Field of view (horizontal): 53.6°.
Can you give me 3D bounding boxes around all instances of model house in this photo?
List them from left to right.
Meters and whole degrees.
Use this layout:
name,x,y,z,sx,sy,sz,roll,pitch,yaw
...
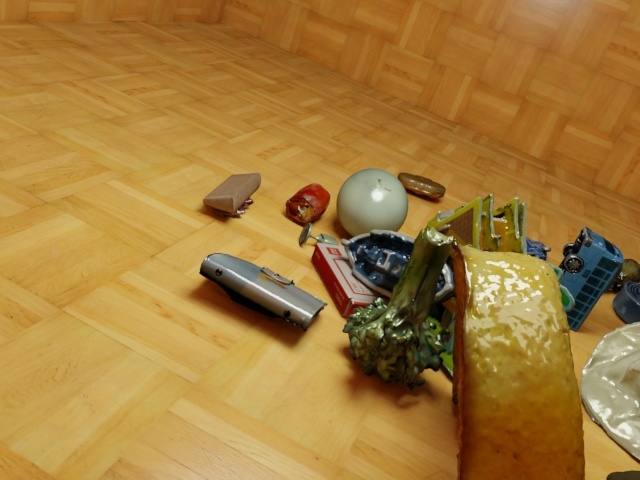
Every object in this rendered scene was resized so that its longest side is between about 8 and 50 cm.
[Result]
name,x,y,z,sx,sy,sz,roll,pitch,yaw
model house,0.327,0.072,1.291,0.242,0.313,0.357,4,31,-29

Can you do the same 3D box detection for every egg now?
name,x,y,z,sx,sy,sz,roll,pitch,yaw
egg,0.132,-0.095,1.624,0.183,0.183,0.264,20,19,-3

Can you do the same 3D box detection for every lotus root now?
name,x,y,z,sx,sy,sz,roll,pitch,yaw
lotus root,0.962,0.105,1.991,0.179,0.080,0.089,-12,46,-46

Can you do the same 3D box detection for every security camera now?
name,x,y,z,sx,sy,sz,roll,pitch,yaw
security camera,0.000,0.000,1.500,0.092,0.058,0.058,25,22,-20

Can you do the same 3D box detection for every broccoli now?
name,x,y,z,sx,sy,sz,roll,pitch,yaw
broccoli,0.128,0.117,1.089,0.198,0.275,0.177,-19,40,-34

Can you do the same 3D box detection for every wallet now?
name,x,y,z,sx,sy,sz,roll,pitch,yaw
wallet,-0.106,0.095,1.189,0.231,0.069,0.170,28,8,7

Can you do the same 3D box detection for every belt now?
name,x,y,z,sx,sy,sz,roll,pitch,yaw
belt,0.908,0.184,1.785,0.141,0.082,0.190,34,28,14

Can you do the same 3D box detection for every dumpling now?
name,x,y,z,sx,sy,sz,roll,pitch,yaw
dumpling,0.687,0.322,1.259,0.315,0.233,0.395,-11,41,5

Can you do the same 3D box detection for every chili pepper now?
name,x,y,z,sx,sy,sz,roll,pitch,yaw
chili pepper,-0.019,-0.103,1.646,0.086,0.084,0.192,56,30,-3

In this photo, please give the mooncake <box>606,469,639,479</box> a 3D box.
name,x,y,z,sx,sy,sz,roll,pitch,yaw
mooncake,0.491,0.441,0.893,0.228,0.124,0.228,14,21,-6

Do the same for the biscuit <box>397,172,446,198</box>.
name,x,y,z,sx,sy,sz,roll,pitch,yaw
biscuit,0.335,-0.180,2.122,0.170,0.050,0.170,17,17,-5

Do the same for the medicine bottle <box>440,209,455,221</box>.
name,x,y,z,sx,sy,sz,roll,pitch,yaw
medicine bottle,0.346,-0.015,1.723,0.105,0.105,0.168,27,25,12

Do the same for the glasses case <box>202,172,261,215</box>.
name,x,y,z,sx,sy,sz,roll,pitch,yaw
glasses case,-0.217,-0.101,1.521,0.102,0.070,0.193,-3,22,16

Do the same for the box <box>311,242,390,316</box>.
name,x,y,z,sx,sy,sz,roll,pitch,yaw
box,0.071,0.088,1.360,0.123,0.050,0.229,9,27,-25

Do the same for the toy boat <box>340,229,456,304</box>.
name,x,y,z,sx,sy,sz,roll,pitch,yaw
toy boat,0.149,0.048,1.265,0.142,0.129,0.309,26,-1,-42

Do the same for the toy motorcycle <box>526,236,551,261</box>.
name,x,y,z,sx,sy,sz,roll,pitch,yaw
toy motorcycle,0.615,0.036,1.876,0.114,0.076,0.205,17,25,13

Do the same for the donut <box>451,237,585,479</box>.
name,x,y,z,sx,sy,sz,roll,pitch,yaw
donut,0.273,0.200,0.916,0.163,0.377,0.435,-1,30,11

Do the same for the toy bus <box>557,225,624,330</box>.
name,x,y,z,sx,sy,sz,roll,pitch,yaw
toy bus,0.649,0.096,1.582,0.133,0.234,0.116,28,25,9

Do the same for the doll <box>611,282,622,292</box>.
name,x,y,z,sx,sy,sz,roll,pitch,yaw
doll,0.821,0.112,1.883,0.195,0.070,0.096,18,16,-35
